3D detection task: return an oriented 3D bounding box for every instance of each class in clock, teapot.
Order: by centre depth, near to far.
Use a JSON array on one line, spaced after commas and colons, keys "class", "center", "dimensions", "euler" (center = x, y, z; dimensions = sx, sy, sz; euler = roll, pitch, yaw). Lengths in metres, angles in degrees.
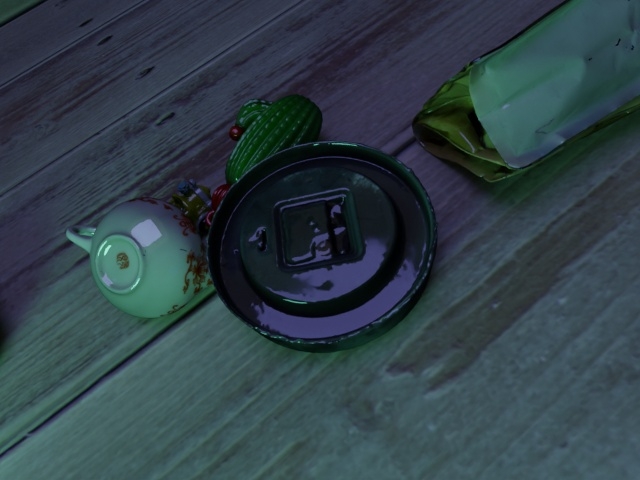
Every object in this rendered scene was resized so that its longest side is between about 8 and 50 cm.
[{"class": "clock", "center": [0.000, 0.000, 0.572], "dimensions": [0.281, 0.055, 0.280], "euler": [-5, 59, 9]}, {"class": "teapot", "center": [-0.242, 0.019, 0.621], "dimensions": [0.246, 0.159, 0.116], "euler": [25, 24, 18]}]

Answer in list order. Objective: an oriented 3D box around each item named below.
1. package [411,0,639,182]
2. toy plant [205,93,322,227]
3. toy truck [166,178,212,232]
[{"class": "package", "center": [0.307, -0.194, 0.599], "dimensions": [0.311, 0.221, 0.165], "euler": [-32, 89, -8]}, {"class": "toy plant", "center": [-0.073, -0.117, 0.704], "dimensions": [0.155, 0.088, 0.240], "euler": [8, 68, 3]}, {"class": "toy truck", "center": [-0.207, -0.042, 0.697], "dimensions": [0.076, 0.077, 0.111], "euler": [32, 70, 37]}]
